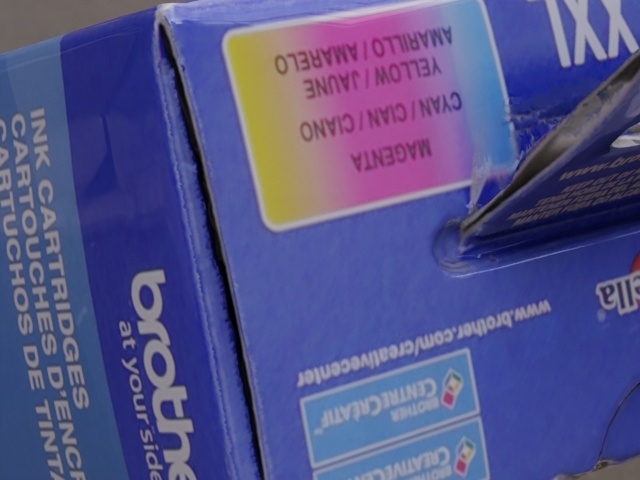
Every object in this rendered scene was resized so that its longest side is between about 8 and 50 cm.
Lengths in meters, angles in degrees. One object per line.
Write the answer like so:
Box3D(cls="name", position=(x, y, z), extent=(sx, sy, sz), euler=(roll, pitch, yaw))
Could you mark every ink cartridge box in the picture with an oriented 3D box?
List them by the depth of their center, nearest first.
Box3D(cls="ink cartridge box", position=(0.000, 0.000, 0.616), extent=(0.270, 0.151, 0.395), euler=(-14, 6, -37))
